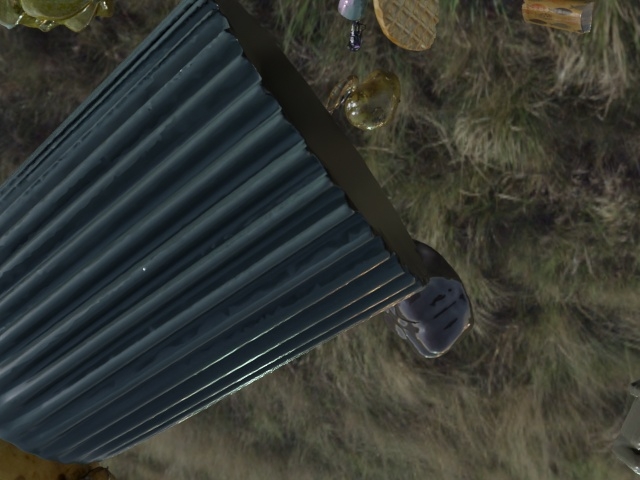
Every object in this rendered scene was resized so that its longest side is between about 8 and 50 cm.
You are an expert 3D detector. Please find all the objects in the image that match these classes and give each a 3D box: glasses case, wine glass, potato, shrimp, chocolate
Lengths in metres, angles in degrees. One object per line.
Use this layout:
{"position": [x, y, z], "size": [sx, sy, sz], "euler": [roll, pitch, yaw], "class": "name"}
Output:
{"position": [0.527, -0.509, 1.367], "size": [0.041, 0.170, 0.065], "euler": [-23, 126, -21], "class": "glasses case"}
{"position": [0.089, -0.613, 1.454], "size": [0.073, 0.073, 0.155], "euler": [12, 141, -1], "class": "wine glass"}
{"position": [0.143, -0.364, 1.598], "size": [0.137, 0.176, 0.137], "euler": [40, 170, 9], "class": "potato"}
{"position": [0.058, -0.424, 1.798], "size": [0.045, 0.095, 0.162], "euler": [42, 128, 6], "class": "shrimp"}
{"position": [0.104, -0.596, 1.710], "size": [0.070, 0.072, 0.147], "euler": [1, 137, 9], "class": "chocolate"}

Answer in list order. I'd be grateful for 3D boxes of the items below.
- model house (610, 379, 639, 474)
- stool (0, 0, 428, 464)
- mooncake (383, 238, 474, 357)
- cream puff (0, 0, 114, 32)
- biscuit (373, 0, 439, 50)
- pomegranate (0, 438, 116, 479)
{"position": [0.523, 0.275, 0.855], "size": [0.229, 0.188, 0.122], "euler": [30, 169, -19], "class": "model house"}
{"position": [-0.123, 0.005, 0.535], "size": [0.330, 0.297, 0.297], "euler": [-36, 126, 12], "class": "stool"}
{"position": [0.203, 0.124, 1.260], "size": [0.245, 0.133, 0.245], "euler": [49, 166, 17], "class": "mooncake"}
{"position": [-0.522, -0.573, 1.240], "size": [0.275, 0.378, 0.378], "euler": [34, 137, -12], "class": "cream puff"}
{"position": [0.213, -0.614, 1.472], "size": [0.204, 0.040, 0.309], "euler": [-15, 118, -30], "class": "biscuit"}
{"position": [-0.316, 0.246, 0.579], "size": [0.248, 0.248, 0.248], "euler": [6, 141, 5], "class": "pomegranate"}
